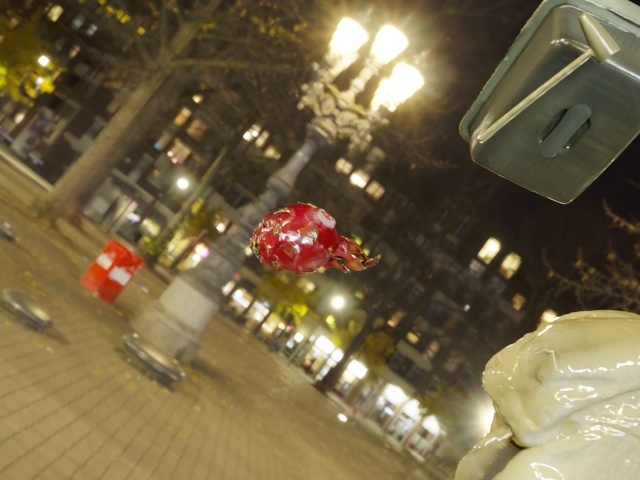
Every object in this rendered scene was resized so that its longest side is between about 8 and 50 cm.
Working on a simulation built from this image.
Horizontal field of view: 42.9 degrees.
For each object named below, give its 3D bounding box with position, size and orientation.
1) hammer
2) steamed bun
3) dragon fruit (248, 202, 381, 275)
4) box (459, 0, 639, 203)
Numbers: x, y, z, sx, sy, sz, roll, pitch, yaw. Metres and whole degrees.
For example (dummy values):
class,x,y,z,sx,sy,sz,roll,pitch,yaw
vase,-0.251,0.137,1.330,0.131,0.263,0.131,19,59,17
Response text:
class,x,y,z,sx,sy,sz,roll,pitch,yaw
hammer,0.258,-0.188,0.976,0.060,0.195,0.028,51,24,-1
steamed bun,0.350,0.244,1.100,0.324,0.372,0.230,12,18,-13
dragon fruit,0.000,0.000,1.061,0.190,0.094,0.094,7,10,-30
box,0.347,-0.203,1.140,0.220,0.166,0.290,24,-41,-5
